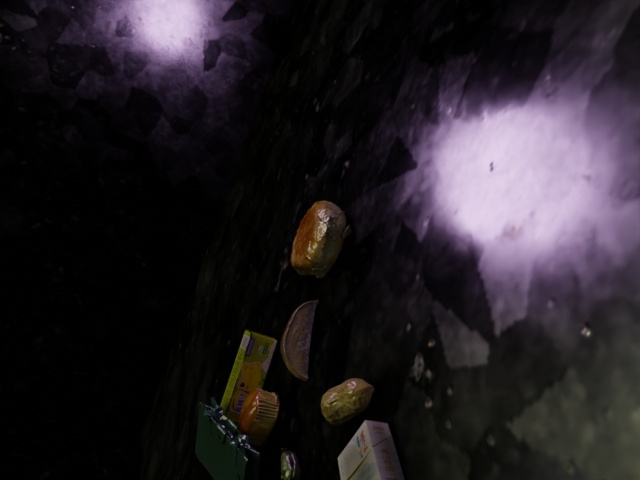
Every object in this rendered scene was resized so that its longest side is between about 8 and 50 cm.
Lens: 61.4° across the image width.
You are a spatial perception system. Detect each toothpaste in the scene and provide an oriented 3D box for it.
[{"bbox_3d":[-0.263,0.493,1.949,0.077,0.110,0.328,-1,70,63],"label":"toothpaste"}]

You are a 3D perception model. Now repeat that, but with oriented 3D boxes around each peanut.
[{"bbox_3d":[0.060,0.386,1.305,0.194,0.093,0.083,-54,15,46],"label":"peanut"}]

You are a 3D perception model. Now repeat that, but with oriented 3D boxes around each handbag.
[{"bbox_3d":[-0.313,0.701,1.782,0.326,0.089,0.239,30,122,47],"label":"handbag"},{"bbox_3d":[-0.089,0.647,1.539,0.072,0.047,0.111,-61,27,28],"label":"handbag"}]

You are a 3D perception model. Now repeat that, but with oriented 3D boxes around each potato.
[{"bbox_3d":[-0.085,0.309,1.695,0.120,0.100,0.262,-35,43,57],"label":"potato"}]

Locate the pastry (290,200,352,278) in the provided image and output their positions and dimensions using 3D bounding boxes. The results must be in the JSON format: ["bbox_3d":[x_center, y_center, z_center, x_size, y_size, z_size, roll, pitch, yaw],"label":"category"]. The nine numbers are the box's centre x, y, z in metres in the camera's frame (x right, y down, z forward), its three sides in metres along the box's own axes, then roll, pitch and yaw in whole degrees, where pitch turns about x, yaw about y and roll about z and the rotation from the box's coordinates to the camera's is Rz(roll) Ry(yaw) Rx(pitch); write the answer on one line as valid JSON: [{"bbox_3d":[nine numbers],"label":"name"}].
[{"bbox_3d":[-0.001,-0.002,1.692,0.257,0.120,0.236,-10,62,68],"label":"pastry"}]

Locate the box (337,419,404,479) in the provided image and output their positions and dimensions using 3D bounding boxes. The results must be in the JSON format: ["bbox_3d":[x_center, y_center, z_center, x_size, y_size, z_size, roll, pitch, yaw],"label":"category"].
[{"bbox_3d":[0.112,0.516,1.120,0.150,0.066,0.233,-61,25,28],"label":"box"}]

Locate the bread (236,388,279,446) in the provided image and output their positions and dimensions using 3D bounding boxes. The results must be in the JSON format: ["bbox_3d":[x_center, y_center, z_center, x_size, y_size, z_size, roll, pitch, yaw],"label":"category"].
[{"bbox_3d":[-0.216,0.593,1.810,0.191,0.114,0.132,-62,22,15],"label":"bread"}]
